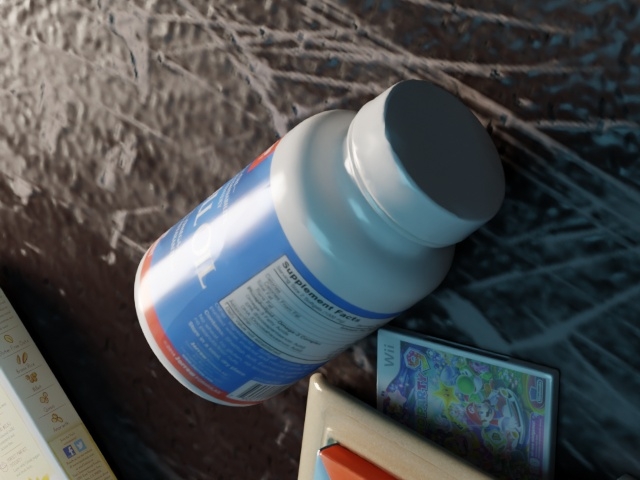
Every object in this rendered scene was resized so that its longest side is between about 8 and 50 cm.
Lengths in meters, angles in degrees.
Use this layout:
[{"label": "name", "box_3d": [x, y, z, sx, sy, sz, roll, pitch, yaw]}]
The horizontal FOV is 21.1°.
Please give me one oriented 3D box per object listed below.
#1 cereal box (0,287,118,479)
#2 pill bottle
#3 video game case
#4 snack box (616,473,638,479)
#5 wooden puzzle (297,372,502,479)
[{"label": "cereal box", "box_3d": [-0.253, 0.147, 1.293, 0.173, 0.047, 0.240, -34, 86, 41]}, {"label": "pill bottle", "box_3d": [0.000, 0.000, 1.002, 0.221, 0.124, 0.124, -37, 84, 38]}, {"label": "video game case", "box_3d": [0.088, 0.105, 1.050, 0.122, 0.011, 0.087, 14, 115, 32]}, {"label": "snack box", "box_3d": [0.201, 0.319, 1.016, 0.187, 0.060, 0.322, 30, 122, 26]}, {"label": "wooden puzzle", "box_3d": [0.050, 0.225, 1.059, 0.239, 0.044, 0.221, 29, 121, 43]}]
